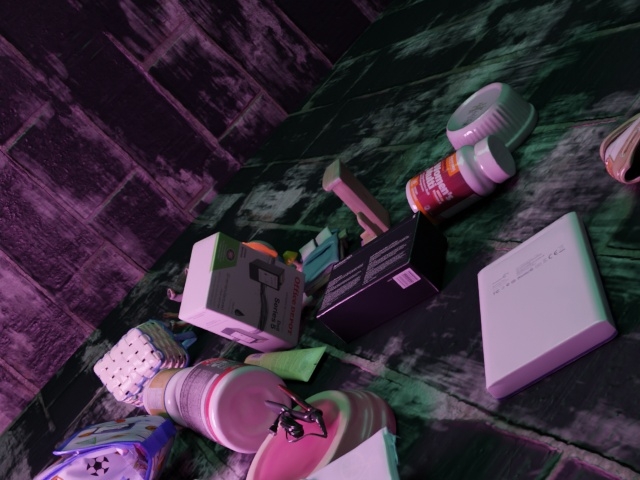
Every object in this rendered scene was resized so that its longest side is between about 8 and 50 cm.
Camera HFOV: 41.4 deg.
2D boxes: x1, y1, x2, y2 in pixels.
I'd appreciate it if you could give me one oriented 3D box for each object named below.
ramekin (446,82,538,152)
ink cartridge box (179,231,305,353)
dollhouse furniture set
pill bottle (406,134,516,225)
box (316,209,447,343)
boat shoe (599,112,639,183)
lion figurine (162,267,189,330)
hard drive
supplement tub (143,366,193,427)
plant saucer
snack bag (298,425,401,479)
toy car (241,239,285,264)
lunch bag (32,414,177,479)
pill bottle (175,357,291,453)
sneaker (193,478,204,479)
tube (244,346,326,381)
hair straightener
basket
[{"bbox_3d":[0.392,-0.274,1.975,0.207,0.109,0.207,-39,20,17],"label":"ramekin"},{"bbox_3d":[-0.178,0.130,2.005,0.115,0.273,0.198,-24,50,44],"label":"ink cartridge box"},{"bbox_3d":[0.000,0.000,2.093,0.303,0.198,0.286,-40,19,17],"label":"dollhouse furniture set"},{"bbox_3d":[0.304,-0.132,1.839,0.221,0.121,0.121,-33,22,34],"label":"pill bottle"},{"bbox_3d":[0.131,0.078,1.794,0.261,0.103,0.184,-33,25,33],"label":"box"},{"bbox_3d":[0.602,-0.206,1.393,0.302,0.113,0.103,-48,17,26],"label":"boat shoe"},{"bbox_3d":[-0.308,0.149,2.515,0.240,0.142,0.392,-11,-13,-34],"label":"lion figurine"},{"bbox_3d":[0.354,0.097,1.370,0.210,0.040,0.318,-37,20,25],"label":"hard drive"},{"bbox_3d":[-0.347,0.388,2.096,0.200,0.144,0.144,-16,34,57],"label":"supplement tub"},{"bbox_3d":[-0.017,0.386,1.485,0.332,0.084,0.332,-39,19,16],"label":"plant saucer"},{"bbox_3d":[-0.002,0.471,1.218,0.342,0.037,0.323,-36,35,19],"label":"snack bag"},{"bbox_3d":[-0.192,0.068,2.225,0.238,0.210,0.219,104,-178,-48],"label":"toy car"},{"bbox_3d":[-0.495,0.541,1.848,0.385,0.239,0.328,-41,-1,-1],"label":"lunch bag"},{"bbox_3d":[-0.204,0.346,1.824,0.176,0.176,0.318,-52,20,-20],"label":"pill bottle"},{"bbox_3d":[-0.188,0.573,1.390,0.130,0.147,0.330,-17,53,53],"label":"sneaker"},{"bbox_3d":[-0.082,0.283,1.902,0.240,0.062,0.070,-14,79,49],"label":"tube"},{"bbox_3d":[-0.049,0.322,1.504,0.089,0.047,0.230,-50,23,-12],"label":"hair straightener"},{"bbox_3d":[-0.501,0.359,2.449,0.255,0.201,0.289,-45,-10,8],"label":"basket"}]
